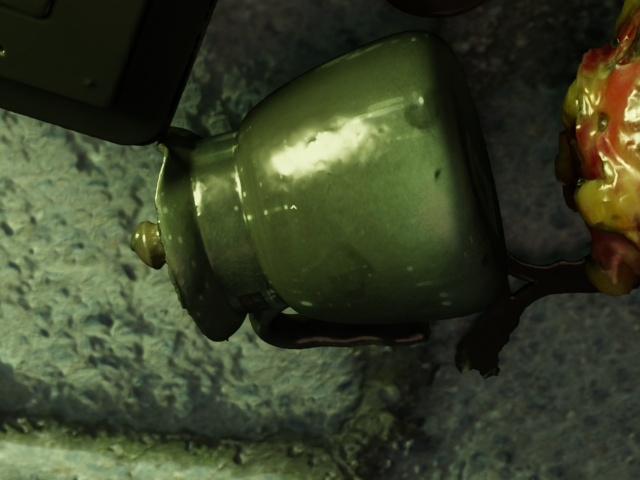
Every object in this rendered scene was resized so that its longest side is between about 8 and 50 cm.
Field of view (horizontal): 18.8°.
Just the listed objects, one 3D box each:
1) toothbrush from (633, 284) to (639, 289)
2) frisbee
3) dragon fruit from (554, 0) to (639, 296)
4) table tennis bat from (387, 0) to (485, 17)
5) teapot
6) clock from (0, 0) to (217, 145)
[{"bbox_3d":[0.343,0.021,1.689,0.194,0.017,0.014,-11,128,1],"label":"toothbrush"},{"bbox_3d":[0.160,0.046,1.680,0.211,0.012,0.187,20,123,-12],"label":"frisbee"},{"bbox_3d":[0.311,-0.053,1.479,0.263,0.296,0.314,-29,113,16],"label":"dragon fruit"},{"bbox_3d":[0.072,-0.194,1.456,0.169,0.119,0.108,-2,123,-8],"label":"table tennis bat"},{"bbox_3d":[-0.006,-0.023,1.543,0.285,0.305,0.223,-13,82,10],"label":"teapot"},{"bbox_3d":[-0.209,-0.199,1.373,0.278,0.049,0.273,16,131,-9],"label":"clock"}]
